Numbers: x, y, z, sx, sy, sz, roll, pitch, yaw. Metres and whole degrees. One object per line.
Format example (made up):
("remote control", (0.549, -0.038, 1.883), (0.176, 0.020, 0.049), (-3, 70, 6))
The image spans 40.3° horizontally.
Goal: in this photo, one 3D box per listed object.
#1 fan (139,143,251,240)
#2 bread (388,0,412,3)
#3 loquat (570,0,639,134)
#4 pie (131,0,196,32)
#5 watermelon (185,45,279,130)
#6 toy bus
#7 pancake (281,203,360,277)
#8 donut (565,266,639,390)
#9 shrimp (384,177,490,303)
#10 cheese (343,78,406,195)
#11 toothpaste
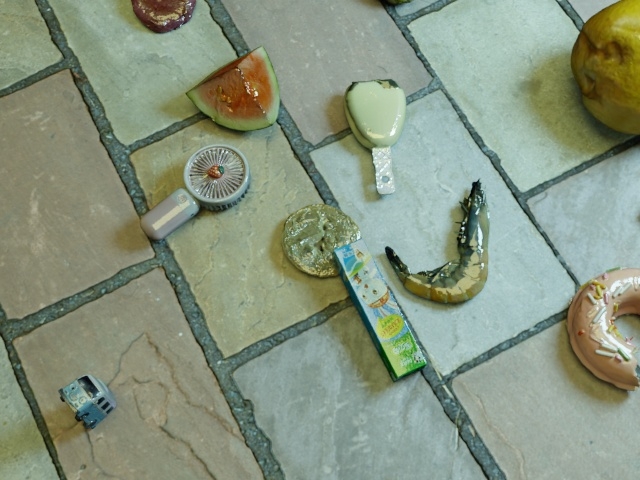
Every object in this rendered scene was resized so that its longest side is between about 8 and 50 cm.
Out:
("fan", (-0.246, -0.088, 1.709), (0.244, 0.074, 0.130), (-40, 72, -11))
("bread", (0.150, -0.563, 1.873), (0.094, 0.083, 0.157), (-40, 69, -9))
("loquat", (0.631, -0.339, 1.670), (0.284, 0.276, 0.276), (-24, 68, -24))
("pie", (-0.344, -0.528, 1.910), (0.154, 0.038, 0.153), (-1, 70, 2))
("watermelon", (-0.155, -0.295, 1.783), (0.193, 0.137, 0.145), (-36, 106, -11))
("toy bus", (-0.409, 0.282, 1.544), (0.075, 0.123, 0.060), (-38, 71, -15))
("pancake", (0.000, 0.000, 1.686), (0.158, 0.028, 0.158), (0, 66, 0))
("donut", (0.553, 0.139, 1.567), (0.233, 0.085, 0.199), (-42, 71, -14))
("shrimp", (0.227, -0.010, 1.664), (0.198, 0.051, 0.261), (8, 72, 7))
("cheese", (0.117, -0.206, 1.747), (0.127, 0.054, 0.251), (-5, 69, 1))
("toothpaste", (0.106, 0.125, 1.604), (0.065, 0.050, 0.266), (-22, 73, -13))
